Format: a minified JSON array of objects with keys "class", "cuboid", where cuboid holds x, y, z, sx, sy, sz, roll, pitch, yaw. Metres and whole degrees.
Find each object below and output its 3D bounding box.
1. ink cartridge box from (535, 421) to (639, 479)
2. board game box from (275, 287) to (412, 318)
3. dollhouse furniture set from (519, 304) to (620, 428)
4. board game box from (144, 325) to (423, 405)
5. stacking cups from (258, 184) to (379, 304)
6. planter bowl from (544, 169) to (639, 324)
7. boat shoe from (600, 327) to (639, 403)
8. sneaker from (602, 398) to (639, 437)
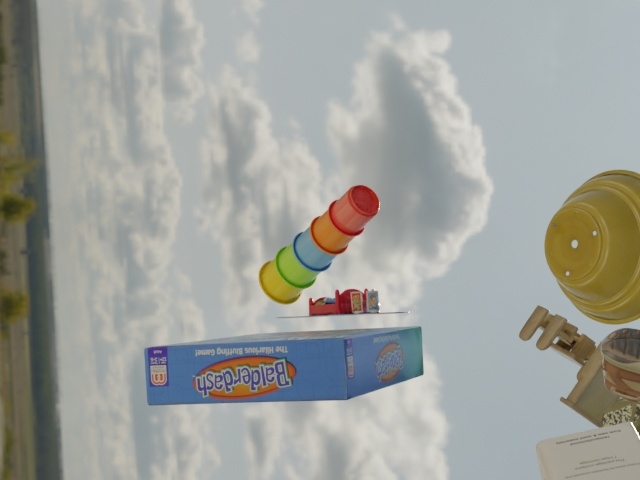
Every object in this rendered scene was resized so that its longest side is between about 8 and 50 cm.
[{"class":"ink cartridge box","cuboid":[0.317,0.355,1.088,0.273,0.114,0.198,-96,172,-63]},{"class":"board game box","cuboid":[0.029,0.077,1.298,0.133,0.168,0.033,11,76,-72]},{"class":"dollhouse furniture set","cuboid":[0.578,0.294,2.398,0.161,0.212,0.242,-56,-157,-2]},{"class":"board game box","cuboid":[-0.020,0.098,0.850,0.210,0.160,0.047,4,82,-69]},{"class":"stacking cups","cuboid":[0.000,0.000,1.892,0.316,0.096,0.096,-46,-134,44]},{"class":"planter bowl","cuboid":[0.375,0.007,1.451,0.217,0.090,0.217,-6,-98,54]},{"class":"boat shoe","cuboid":[0.620,0.252,1.757,0.324,0.123,0.117,23,-56,35]},{"class":"sneaker","cuboid":[0.583,0.399,1.892,0.410,0.182,0.158,-132,-144,-71]}]
